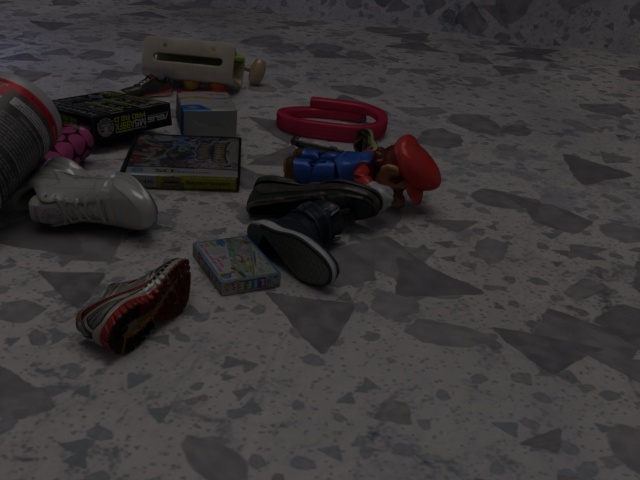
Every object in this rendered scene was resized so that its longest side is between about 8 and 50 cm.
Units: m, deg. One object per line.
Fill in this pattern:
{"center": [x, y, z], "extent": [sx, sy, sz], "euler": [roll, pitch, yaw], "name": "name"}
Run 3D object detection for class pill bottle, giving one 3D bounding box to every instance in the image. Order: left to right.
{"center": [-0.615, -0.142, 1.465], "extent": [0.177, 0.176, 0.318], "euler": [12, 49, 15], "name": "pill bottle"}

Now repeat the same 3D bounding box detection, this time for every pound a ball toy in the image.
{"center": [-0.339, -0.500, 2.430], "extent": [0.320, 0.135, 0.208], "euler": [8, 0, 8], "name": "pound a ball toy"}

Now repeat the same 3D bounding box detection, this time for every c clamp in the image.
{"center": [-0.006, -0.216, 1.906], "extent": [0.161, 0.022, 0.137], "euler": [16, 0, 30], "name": "c clamp"}

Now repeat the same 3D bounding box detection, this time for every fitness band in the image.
{"center": [0.030, -0.313, 2.152], "extent": [0.291, 0.054, 0.209], "euler": [7, 28, 9], "name": "fitness band"}

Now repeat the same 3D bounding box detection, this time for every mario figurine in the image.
{"center": [0.090, -0.116, 1.708], "extent": [0.321, 0.170, 0.198], "euler": [2, 60, 20], "name": "mario figurine"}

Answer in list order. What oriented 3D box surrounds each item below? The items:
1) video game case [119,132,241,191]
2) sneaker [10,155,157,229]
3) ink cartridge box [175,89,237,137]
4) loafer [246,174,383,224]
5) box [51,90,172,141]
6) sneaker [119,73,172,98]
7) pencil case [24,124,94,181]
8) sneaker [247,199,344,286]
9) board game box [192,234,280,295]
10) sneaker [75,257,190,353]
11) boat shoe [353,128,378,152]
{"center": [-0.302, -0.178, 1.828], "extent": [0.249, 0.035, 0.274], "euler": [1, 26, -5], "name": "video game case"}
{"center": [-0.432, -0.060, 1.508], "extent": [0.305, 0.114, 0.152], "euler": [14, 40, 29], "name": "sneaker"}
{"center": [-0.294, -0.327, 2.093], "extent": [0.134, 0.077, 0.231], "euler": [-3, 26, -15], "name": "ink cartridge box"}
{"center": [-0.015, -0.064, 1.593], "extent": [0.268, 0.096, 0.084], "euler": [7, 44, 21], "name": "loafer"}
{"center": [-0.527, -0.305, 1.997], "extent": [0.270, 0.060, 0.216], "euler": [18, 27, 41], "name": "box"}
{"center": [-0.489, -0.434, 2.302], "extent": [0.158, 0.064, 0.061], "euler": [-16, 32, -37], "name": "sneaker"}
{"center": [-0.564, -0.182, 1.734], "extent": [0.098, 0.095, 0.209], "euler": [4, 23, 11], "name": "pencil case"}
{"center": [0.000, -0.002, 1.444], "extent": [0.164, 0.086, 0.226], "euler": [-18, 32, -33], "name": "sneaker"}
{"center": [-0.145, 0.040, 1.402], "extent": [0.104, 0.026, 0.154], "euler": [-8, 28, -24], "name": "board game box"}
{"center": [-0.271, 0.081, 1.226], "extent": [0.093, 0.088, 0.225], "euler": [14, 27, 23], "name": "sneaker"}
{"center": [0.104, -0.232, 1.980], "extent": [0.049, 0.056, 0.152], "euler": [4, 25, -13], "name": "boat shoe"}
